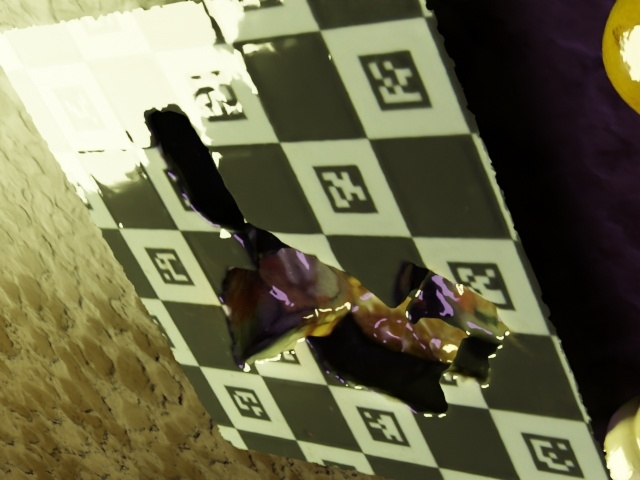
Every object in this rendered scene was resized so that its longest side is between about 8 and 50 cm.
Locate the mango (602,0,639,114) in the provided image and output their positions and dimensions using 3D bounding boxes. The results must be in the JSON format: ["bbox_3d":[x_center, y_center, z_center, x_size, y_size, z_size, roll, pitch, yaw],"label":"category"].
[{"bbox_3d":[0.198,-0.066,0.462,0.178,0.090,0.115,35,150,22],"label":"mango"}]

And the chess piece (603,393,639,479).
[{"bbox_3d":[0.234,0.070,0.574,0.090,0.090,0.200,40,131,3],"label":"chess piece"}]

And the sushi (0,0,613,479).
[{"bbox_3d":[0.000,0.000,0.713,0.343,0.064,0.359,2,129,43],"label":"sushi"}]
